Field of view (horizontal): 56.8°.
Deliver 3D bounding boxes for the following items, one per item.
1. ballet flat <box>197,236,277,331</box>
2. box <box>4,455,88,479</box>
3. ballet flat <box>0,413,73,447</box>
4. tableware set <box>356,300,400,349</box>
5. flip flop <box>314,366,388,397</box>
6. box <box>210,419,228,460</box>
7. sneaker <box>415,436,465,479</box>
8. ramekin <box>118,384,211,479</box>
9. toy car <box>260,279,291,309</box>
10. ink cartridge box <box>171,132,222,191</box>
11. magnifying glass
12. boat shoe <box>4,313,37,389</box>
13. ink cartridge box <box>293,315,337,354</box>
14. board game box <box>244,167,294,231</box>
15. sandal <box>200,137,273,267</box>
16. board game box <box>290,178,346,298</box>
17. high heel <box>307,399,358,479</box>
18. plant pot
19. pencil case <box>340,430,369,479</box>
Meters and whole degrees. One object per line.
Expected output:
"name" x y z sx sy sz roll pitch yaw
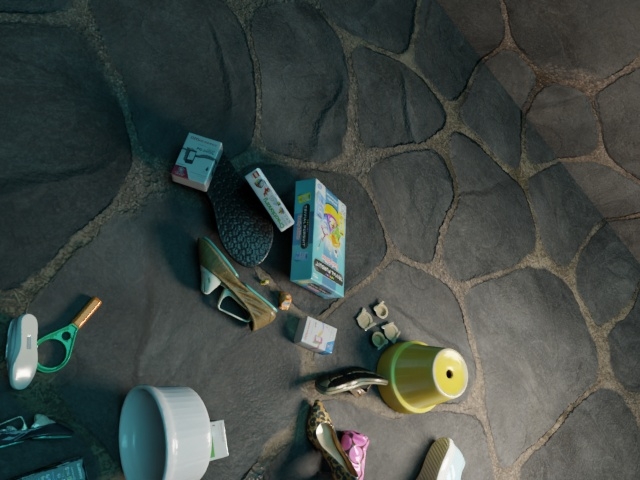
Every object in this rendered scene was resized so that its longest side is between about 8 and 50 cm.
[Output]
"ballet flat" -0.280 0.146 1.792 0.124 0.116 0.342 -46 107 -15
"box" -0.636 0.652 1.410 0.175 0.051 0.220 -10 82 -36
"ballet flat" -0.701 0.454 1.419 0.203 0.074 0.074 0 76 -32
"tableware set" 0.209 0.303 2.107 0.141 0.020 0.168 -29 86 -38
"flip flop" 0.100 0.478 1.944 0.277 0.112 0.080 -3 103 -37
"box" -0.318 0.552 1.627 0.087 0.102 0.101 -2 75 -37
"sneaker" 0.402 0.856 2.003 0.150 0.135 0.366 46 56 -10
"ramekin" -0.392 0.499 1.495 0.135 0.277 0.276 5 73 -41
"toy car" -0.142 0.175 1.903 0.122 0.041 0.060 31 60 -23
"ink cartridge box" -0.372 -0.238 1.791 0.109 0.063 0.150 18 71 -1
"magnifying glass" -0.658 0.242 1.543 0.092 0.026 0.231 43 58 -15
"boat shoe" -0.742 0.273 1.451 0.066 0.063 0.184 20 60 -61
"ink cartridge box" -0.017 0.312 1.938 0.123 0.052 0.088 26 63 -24
"board game box" -0.156 -0.129 1.843 0.053 0.305 0.192 -33 96 -1
"sandal" -0.281 -0.116 1.855 0.168 0.107 0.445 -24 77 -16
"board game box" 0.000 0.000 1.957 0.254 0.079 0.335 35 52 -59
"high heel" 0.046 0.615 1.802 0.093 0.186 0.260 0 76 -34
"plant pot" 0.363 0.465 2.035 0.254 0.239 0.253 11 71 -32
"pencil case" 0.101 0.712 1.871 0.098 0.095 0.209 8 69 5
